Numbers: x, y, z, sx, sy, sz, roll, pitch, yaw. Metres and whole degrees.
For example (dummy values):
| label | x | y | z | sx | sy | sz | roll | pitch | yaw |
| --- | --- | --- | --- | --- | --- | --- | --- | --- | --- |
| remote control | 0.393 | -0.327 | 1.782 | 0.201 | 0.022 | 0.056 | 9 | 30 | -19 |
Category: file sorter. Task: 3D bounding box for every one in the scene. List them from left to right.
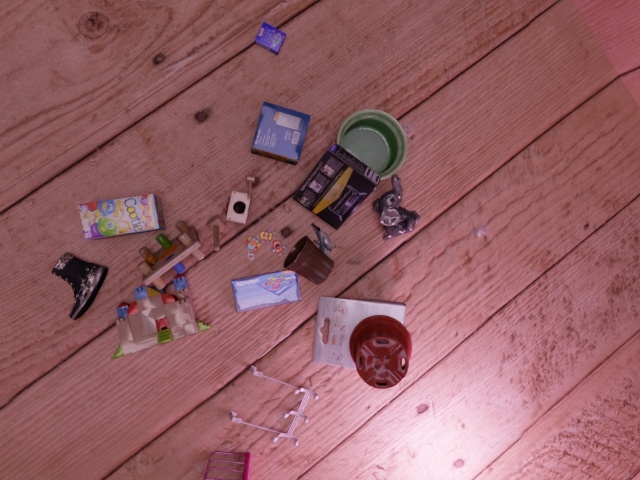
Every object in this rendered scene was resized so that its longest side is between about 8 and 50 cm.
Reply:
| label | x | y | z | sx | sy | sz | roll | pitch | yaw |
| --- | --- | --- | --- | --- | --- | --- | --- | --- | --- |
| file sorter | -0.388 | 1.010 | 1.766 | 0.183 | 0.291 | 0.201 | 8 | 90 | -6 |

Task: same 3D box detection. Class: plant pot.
| label | x | y | z | sx | sy | sz | roll | pitch | yaw |
| --- | --- | --- | --- | --- | --- | --- | --- | --- | --- |
| plant pot | -0.042 | 0.093 | 1.874 | 0.165 | 0.167 | 0.166 | 37 | 85 | -15 |
| plant pot | 0.246 | 0.458 | 1.779 | 0.273 | 0.265 | 0.272 | 0 | 90 | 6 |

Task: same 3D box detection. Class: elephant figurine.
| label | x | y | z | sx | sy | sz | roll | pitch | yaw |
| --- | --- | --- | --- | --- | --- | --- | --- | --- | --- |
| elephant figurine | 0.303 | -0.138 | 1.904 | 0.239 | 0.169 | 0.185 | 42 | 69 | -27 |

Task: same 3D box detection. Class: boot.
| label | x | y | z | sx | sy | sz | roll | pitch | yaw |
| --- | --- | --- | --- | --- | --- | --- | --- | --- | --- |
| boot | -0.986 | 0.179 | 1.759 | 0.179 | 0.085 | 0.236 | 27 | 80 | -6 |

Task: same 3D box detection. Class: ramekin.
| label | x | y | z | sx | sy | sz | roll | pitch | yaw |
| --- | --- | --- | --- | --- | --- | --- | --- | --- | --- |
| ramekin | 0.205 | -0.393 | 1.894 | 0.304 | 0.148 | 0.302 | 0 | 87 | -8 |

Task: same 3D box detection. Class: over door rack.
| label | x | y | z | sx | sy | sz | roll | pitch | yaw |
| --- | --- | --- | --- | --- | --- | --- | --- | --- | --- |
| over door rack | -0.197 | 0.715 | 1.881 | 0.325 | 0.108 | 0.239 | 25 | 86 | -8 |

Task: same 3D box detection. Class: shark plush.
| label | x | y | z | sx | sy | sz | roll | pitch | yaw |
| --- | --- | --- | --- | --- | --- | --- | --- | --- | --- |
| shark plush | 0.000 | 0.000 | 1.928 | 0.067 | 0.073 | 0.161 | -28 | 102 | 24 |

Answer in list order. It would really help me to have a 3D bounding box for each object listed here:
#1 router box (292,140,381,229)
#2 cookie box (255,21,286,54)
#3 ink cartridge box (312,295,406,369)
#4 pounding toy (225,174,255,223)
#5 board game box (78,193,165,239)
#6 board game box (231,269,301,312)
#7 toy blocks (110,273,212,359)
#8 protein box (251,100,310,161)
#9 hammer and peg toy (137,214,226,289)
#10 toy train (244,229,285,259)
| label | x | y | z | sx | sy | sz | roll | pitch | yaw |
| --- | --- | --- | --- | --- | --- | --- | --- | --- | --- |
| router box | 0.061 | -0.218 | 1.822 | 0.243 | 0.309 | 0.081 | 35 | 42 | -8 |
| cookie box | -0.213 | -0.863 | 1.883 | 0.107 | 0.040 | 0.091 | 25 | 87 | -9 |
| ink cartridge box | 0.174 | 0.413 | 1.965 | 0.386 | 0.091 | 0.307 | 6 | 91 | 8 |
| pounding toy | -0.332 | -0.175 | 1.805 | 0.094 | 0.181 | 0.205 | 11 | 89 | -9 |
| board game box | -0.782 | -0.092 | 1.755 | 0.276 | 0.144 | 0.141 | -9 | 92 | -9 |
| board game box | -0.233 | 0.216 | 1.906 | 0.282 | 0.027 | 0.144 | -10 | 94 | -9 |
| toy blocks | -0.666 | 0.290 | 1.782 | 0.382 | 0.191 | 0.260 | -17 | 82 | -9 |
| protein box | -0.169 | -0.444 | 1.849 | 0.201 | 0.136 | 0.199 | 14 | 89 | -9 |
| hammer and peg toy | -0.546 | 0.019 | 1.736 | 0.361 | 0.266 | 0.127 | -37 | 115 | -6 |
| toy train | -0.240 | 0.021 | 1.892 | 0.167 | 0.046 | 0.125 | -16 | 93 | -9 |
